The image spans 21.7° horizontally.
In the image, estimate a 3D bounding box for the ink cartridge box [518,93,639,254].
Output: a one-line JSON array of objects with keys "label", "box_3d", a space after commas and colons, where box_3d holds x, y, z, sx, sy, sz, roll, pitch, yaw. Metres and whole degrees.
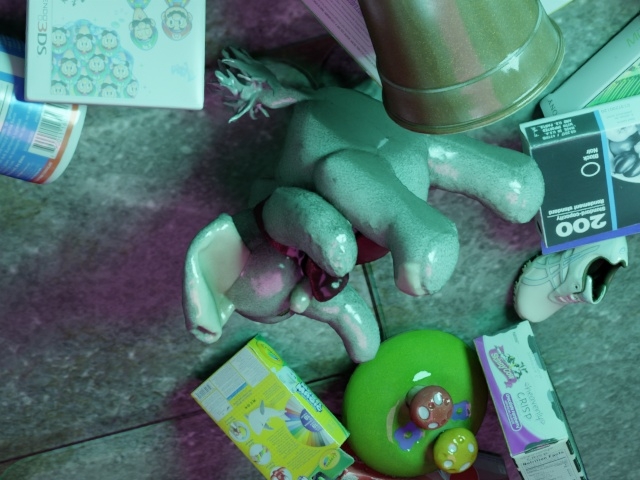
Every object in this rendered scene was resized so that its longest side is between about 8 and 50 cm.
[{"label": "ink cartridge box", "box_3d": [0.316, -0.060, 1.690, 0.206, 0.045, 0.208, -14, 139, 4]}]

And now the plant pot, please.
[{"label": "plant pot", "box_3d": [0.101, -0.205, 1.402, 0.167, 0.167, 0.165, -22, 127, 9]}]

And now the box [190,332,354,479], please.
[{"label": "box", "box_3d": [-0.048, 0.204, 1.882, 0.105, 0.043, 0.179, -41, 89, 27]}]

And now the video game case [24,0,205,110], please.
[{"label": "video game case", "box_3d": [-0.179, -0.189, 1.466, 0.157, 0.143, 0.019, 2, 176, -16]}]

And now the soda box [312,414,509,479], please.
[{"label": "soda box", "box_3d": [0.110, 0.297, 2.049, 0.263, 0.092, 0.083, 17, 128, -28]}]

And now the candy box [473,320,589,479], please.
[{"label": "candy box", "box_3d": [0.252, 0.220, 1.935, 0.071, 0.159, 0.233, -20, 144, 6]}]

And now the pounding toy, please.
[{"label": "pounding toy", "box_3d": [0.115, 0.227, 1.898, 0.183, 0.110, 0.237, 22, 99, -27]}]

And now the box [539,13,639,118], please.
[{"label": "box", "box_3d": [0.417, -0.131, 1.708, 0.322, 0.058, 0.232, 27, 124, -32]}]

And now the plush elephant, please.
[{"label": "plush elephant", "box_3d": [0.000, 0.000, 1.595, 0.330, 0.272, 0.255, 29, 121, 10]}]

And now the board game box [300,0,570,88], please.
[{"label": "board game box", "box_3d": [0.133, -0.283, 1.481, 0.316, 0.064, 0.242, -31, 134, 17]}]

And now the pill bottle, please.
[{"label": "pill bottle", "box_3d": [-0.329, -0.134, 1.483, 0.221, 0.124, 0.124, 16, 129, -26]}]

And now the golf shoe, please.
[{"label": "golf shoe", "box_3d": [0.275, 0.046, 1.837, 0.069, 0.086, 0.176, 12, 133, -27]}]
